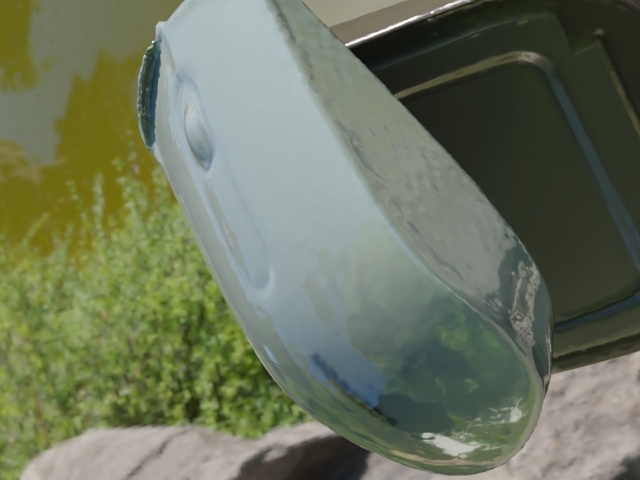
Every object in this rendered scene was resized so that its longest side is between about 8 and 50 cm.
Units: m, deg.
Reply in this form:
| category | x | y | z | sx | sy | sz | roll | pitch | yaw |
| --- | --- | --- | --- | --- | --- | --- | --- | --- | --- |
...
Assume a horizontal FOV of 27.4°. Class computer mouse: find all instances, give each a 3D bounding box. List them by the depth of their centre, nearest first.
| category | x | y | z | sx | sy | sz | roll | pitch | yaw |
| --- | --- | --- | --- | --- | --- | --- | --- | --- | --- |
| computer mouse | 0.000 | 0.000 | 0.532 | 0.231 | 0.079 | 0.128 | 47 | 139 | 9 |

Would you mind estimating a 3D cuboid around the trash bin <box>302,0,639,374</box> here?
| category | x | y | z | sx | sy | sz | roll | pitch | yaw |
| --- | --- | --- | --- | --- | --- | --- | --- | --- | --- |
| trash bin | 0.088 | -0.086 | 0.707 | 0.219 | 0.219 | 0.250 | 59 | -157 | -32 |
